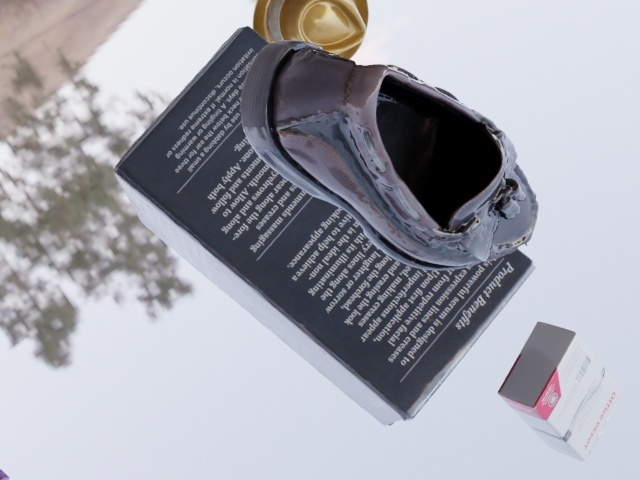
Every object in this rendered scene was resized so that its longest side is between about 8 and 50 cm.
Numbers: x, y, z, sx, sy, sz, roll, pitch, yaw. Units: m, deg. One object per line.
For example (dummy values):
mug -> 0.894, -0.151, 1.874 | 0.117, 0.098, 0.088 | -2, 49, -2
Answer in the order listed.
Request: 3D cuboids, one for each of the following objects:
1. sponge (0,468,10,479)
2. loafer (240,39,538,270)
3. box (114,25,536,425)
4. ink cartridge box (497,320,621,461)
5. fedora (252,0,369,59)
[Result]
sponge -> -0.398, 0.250, 1.424 | 0.031, 0.117, 0.210 | -19, -143, -41
loafer -> 0.074, -0.045, 0.884 | 0.095, 0.302, 0.109 | 4, -103, 39
box -> 0.000, 0.000, 1.483 | 0.212, 0.395, 0.293 | -49, 176, -8
ink cartridge box -> 0.297, 0.187, 1.662 | 0.063, 0.150, 0.109 | 16, -112, 44
fedora -> 0.001, -0.310, 1.913 | 0.194, 0.194, 0.079 | -36, -145, -15
